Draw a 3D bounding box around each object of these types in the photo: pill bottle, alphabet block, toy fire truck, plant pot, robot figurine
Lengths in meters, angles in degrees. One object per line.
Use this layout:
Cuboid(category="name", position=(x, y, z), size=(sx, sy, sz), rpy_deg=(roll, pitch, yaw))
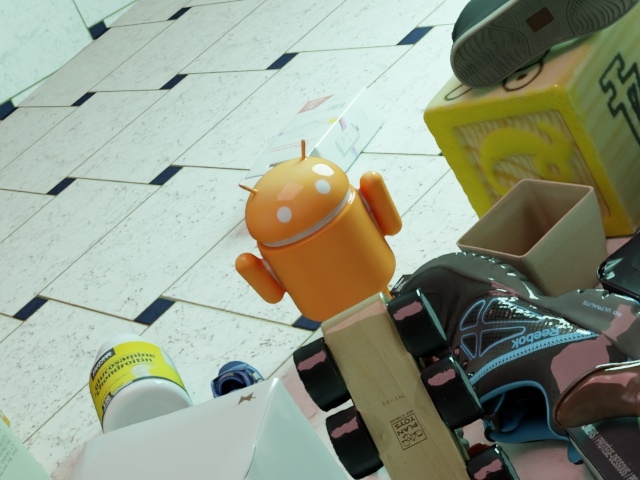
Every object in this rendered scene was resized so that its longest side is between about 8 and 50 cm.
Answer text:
Cuboid(category="pill bottle", position=(-0.209, 0.174, 1.578), size=(0.103, 0.103, 0.184), rpy_deg=(-35, 24, -4))
Cuboid(category="alphabet block", position=(0.261, -0.131, 1.480), size=(0.192, 0.193, 0.197), rpy_deg=(-7, 35, 46))
Cuboid(category="toy fire truck", position=(0.077, 0.176, 1.181), size=(0.158, 0.217, 0.246), rpy_deg=(-29, -18, 8))
Cuboid(category="plant pot", position=(0.222, 0.012, 1.372), size=(0.109, 0.096, 0.109), rpy_deg=(-43, 26, -20))
Cuboid(category="robot figurine", position=(-0.002, 0.001, 1.510), size=(0.158, 0.219, 0.128), rpy_deg=(-15, 29, 32))

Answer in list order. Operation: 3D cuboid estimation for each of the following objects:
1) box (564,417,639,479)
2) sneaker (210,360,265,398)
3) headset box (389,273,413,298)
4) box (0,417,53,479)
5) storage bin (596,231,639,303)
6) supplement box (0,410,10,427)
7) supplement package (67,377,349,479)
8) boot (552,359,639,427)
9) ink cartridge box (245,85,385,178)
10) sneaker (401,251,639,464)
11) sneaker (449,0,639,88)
Cuboid(category="box", position=(0.333, 0.138, 0.943), size=(0.270, 0.143, 0.165), rpy_deg=(-32, 24, -1))
Cuboid(category="sneaker", position=(-0.091, 0.161, 1.514), size=(0.053, 0.059, 0.144), rpy_deg=(-35, 23, -1))
Cuboid(category="headset box", position=(0.122, 0.066, 1.432), size=(0.083, 0.062, 0.032), rpy_deg=(-3, 38, 47))
Cuboid(category="box", position=(-0.342, 0.290, 1.359), size=(0.149, 0.232, 0.127), rpy_deg=(-17, 29, 31))
Cuboid(category="storage bin", position=(0.340, 0.045, 1.185), size=(0.122, 0.084, 0.180), rpy_deg=(-37, 25, -10))
Cuboid(category="supplement box", position=(-0.434, 0.269, 1.701), size=(0.080, 0.078, 0.233), rpy_deg=(-33, 25, -1))
Cuboid(category="supplement package", position=(-0.046, 0.275, 0.959), size=(0.175, 0.293, 0.177), rpy_deg=(-21, 26, 24))
Cuboid(category="boot", position=(0.212, 0.122, 0.905), size=(0.106, 0.037, 0.114), rpy_deg=(-31, 27, 11))
Cuboid(category="ink cartridge box", position=(-0.008, -0.130, 1.952), size=(0.115, 0.067, 0.198), rpy_deg=(-9, 31, 42))
Cuboid(category="sneaker", position=(0.160, 0.102, 1.248), size=(0.139, 0.125, 0.341), rpy_deg=(-47, 25, -19))
Cuboid(category="sneaker", position=(0.225, -0.247, 1.405), size=(0.222, 0.083, 0.118), rpy_deg=(-27, 25, 14))
